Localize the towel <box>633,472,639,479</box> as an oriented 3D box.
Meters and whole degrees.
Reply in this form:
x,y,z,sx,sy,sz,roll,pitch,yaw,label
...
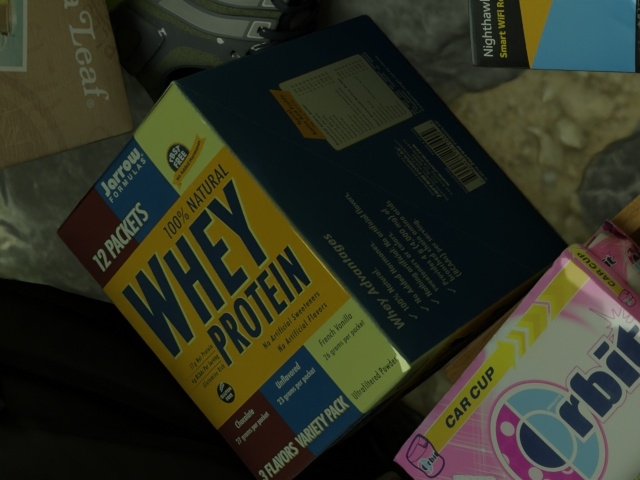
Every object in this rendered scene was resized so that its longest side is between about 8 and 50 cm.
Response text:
x,y,z,sx,sy,sz,roll,pitch,yaw,label
0.148,0.178,0.879,0.237,0.102,0.021,-54,53,35,towel

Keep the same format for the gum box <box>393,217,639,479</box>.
x,y,z,sx,sy,sz,roll,pitch,yaw,label
0.137,0.089,0.874,0.107,0.062,0.188,44,126,13,gum box

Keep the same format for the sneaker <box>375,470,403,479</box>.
x,y,z,sx,sy,sz,roll,pitch,yaw,label
0.024,0.292,1.094,0.169,0.108,0.292,37,112,20,sneaker

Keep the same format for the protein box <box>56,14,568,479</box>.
x,y,z,sx,sy,sz,roll,pitch,yaw,label
0.000,0.000,0.936,0.200,0.201,0.136,50,127,9,protein box

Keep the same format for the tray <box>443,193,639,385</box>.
x,y,z,sx,sy,sz,roll,pitch,yaw,label
0.268,0.024,0.848,0.203,0.076,0.411,50,127,8,tray

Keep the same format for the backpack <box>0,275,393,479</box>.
x,y,z,sx,sy,sz,roll,pitch,yaw,label
-0.147,0.162,0.921,0.273,0.355,0.290,-30,49,23,backpack

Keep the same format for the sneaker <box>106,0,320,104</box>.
x,y,z,sx,sy,sz,roll,pitch,yaw,label
-0.028,-0.171,0.966,0.300,0.111,0.121,-23,100,45,sneaker

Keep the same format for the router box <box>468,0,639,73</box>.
x,y,z,sx,sy,sz,roll,pitch,yaw,label
0.144,-0.183,0.871,0.133,0.046,0.179,6,110,33,router box

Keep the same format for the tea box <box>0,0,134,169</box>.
x,y,z,sx,sy,sz,roll,pitch,yaw,label
-0.312,-0.202,1.003,0.323,0.220,0.329,6,112,55,tea box
